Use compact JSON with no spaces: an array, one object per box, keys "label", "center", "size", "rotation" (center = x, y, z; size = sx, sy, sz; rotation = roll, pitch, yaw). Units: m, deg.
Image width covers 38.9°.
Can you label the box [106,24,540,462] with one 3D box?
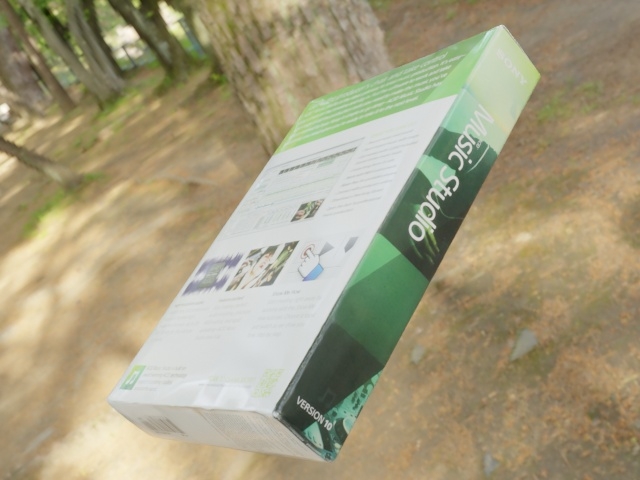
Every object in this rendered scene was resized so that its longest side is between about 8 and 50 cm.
[{"label":"box","center":[0.000,0.000,0.649],"size":[0.232,0.058,0.322],"rotation":[-10,43,54]}]
